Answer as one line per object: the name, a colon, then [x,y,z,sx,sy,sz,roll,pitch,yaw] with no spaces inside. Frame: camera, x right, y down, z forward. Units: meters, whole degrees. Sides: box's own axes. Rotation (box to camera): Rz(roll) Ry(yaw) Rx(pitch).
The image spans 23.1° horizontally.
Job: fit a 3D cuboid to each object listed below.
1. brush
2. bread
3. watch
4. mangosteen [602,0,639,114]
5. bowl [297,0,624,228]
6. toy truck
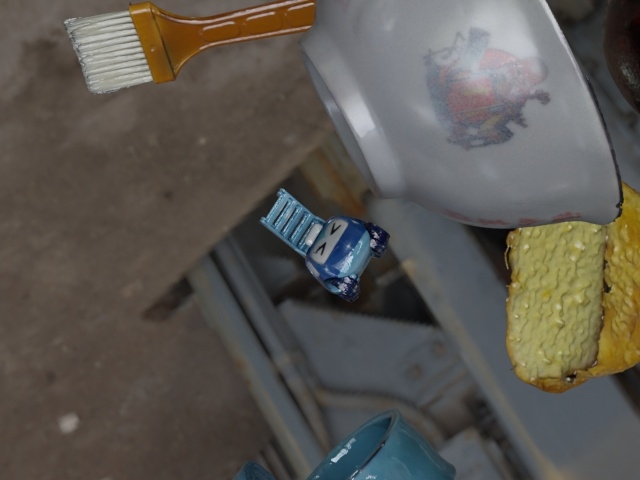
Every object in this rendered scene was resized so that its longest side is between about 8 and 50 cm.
brush: [-0.078,-0.201,1.464,0.314,0.017,0.090,-10,131,7]
bread: [0.277,0.045,1.576,0.139,0.229,0.143,17,164,-32]
watch: [0.036,0.265,1.532,0.193,0.211,0.211,-43,152,9]
mangosteen: [0.358,-0.194,1.403,0.216,0.216,0.216,-25,153,-14]
bowl: [0.082,-0.129,1.225,0.157,0.345,0.345,-28,154,-3]
toy truck: [0.000,0.000,1.135,0.056,0.090,0.073,-59,177,-8]
